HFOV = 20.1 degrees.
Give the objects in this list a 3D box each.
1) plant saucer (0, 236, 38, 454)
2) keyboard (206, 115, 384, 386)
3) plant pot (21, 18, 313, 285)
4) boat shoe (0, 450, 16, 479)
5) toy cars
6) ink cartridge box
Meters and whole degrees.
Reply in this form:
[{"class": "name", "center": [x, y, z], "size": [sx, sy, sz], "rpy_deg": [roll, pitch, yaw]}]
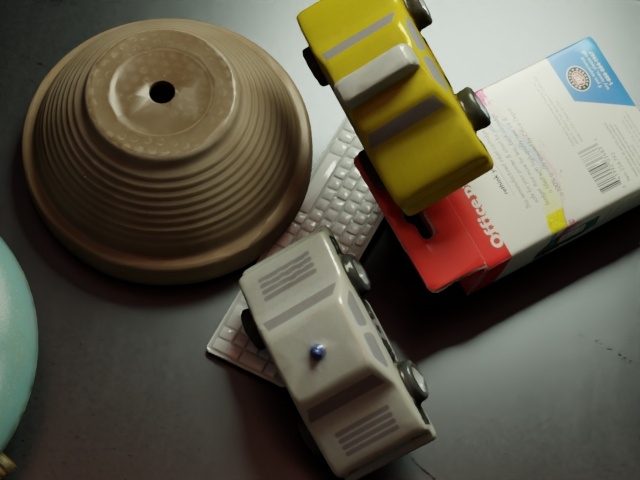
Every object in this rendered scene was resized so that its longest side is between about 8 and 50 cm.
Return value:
[{"class": "plant saucer", "center": [-0.371, 0.078, 1.341], "size": [0.318, 0.043, 0.317], "rpy_deg": [0, 63, 0]}, {"class": "keyboard", "center": [0.000, 0.000, 1.463], "size": [0.072, 0.014, 0.256], "rpy_deg": [27, 66, 8]}, {"class": "plant pot", "center": [-0.123, -0.092, 1.441], "size": [0.237, 0.109, 0.237], "rpy_deg": [1, 64, -2]}, {"class": "boat shoe", "center": [-0.292, 0.148, 1.357], "size": [0.135, 0.050, 0.045], "rpy_deg": [29, 75, 15]}, {"class": "toy cars", "center": [0.026, -0.017, 1.353], "size": [0.177, 0.087, 0.393], "rpy_deg": [12, 89, 17]}, {"class": "ink cartridge box", "center": [0.149, -0.051, 1.454], "size": [0.231, 0.078, 0.134], "rpy_deg": [-26, 77, -15]}]
